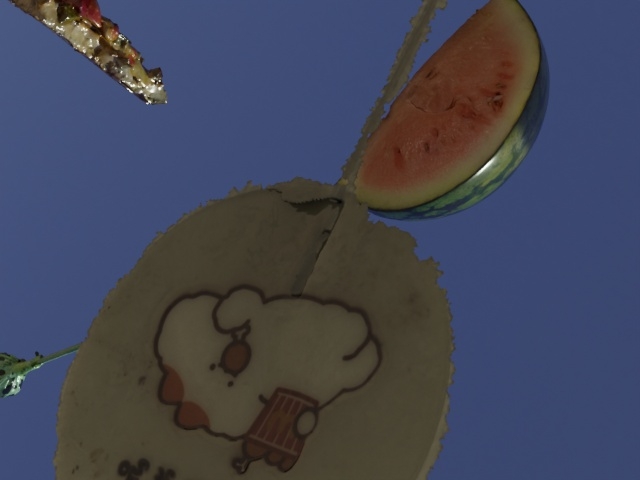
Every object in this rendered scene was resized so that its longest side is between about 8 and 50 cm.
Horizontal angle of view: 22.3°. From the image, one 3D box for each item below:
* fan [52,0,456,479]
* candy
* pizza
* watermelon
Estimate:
[{"bbox_3d":[0.000,0.000,0.647,0.191,0.009,0.329,15,-105,40],"label":"fan"},{"bbox_3d":[-0.145,0.061,0.827,0.083,0.023,0.025,-23,-98,39],"label":"candy"},{"bbox_3d":[-0.110,-0.103,0.791,0.029,0.099,0.100,-52,-155,2],"label":"pizza"},{"bbox_3d":[0.095,-0.062,0.977,0.163,0.069,0.087,-49,-132,0],"label":"watermelon"}]
